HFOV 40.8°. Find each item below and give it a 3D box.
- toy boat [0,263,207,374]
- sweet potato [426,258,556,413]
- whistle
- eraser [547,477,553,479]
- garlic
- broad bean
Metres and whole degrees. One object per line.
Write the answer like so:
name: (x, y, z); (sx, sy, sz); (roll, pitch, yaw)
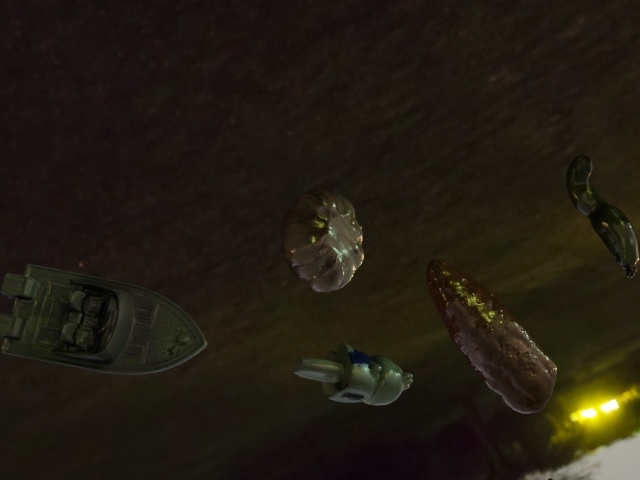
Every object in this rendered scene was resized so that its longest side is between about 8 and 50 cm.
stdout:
toy boat: (-0.328, 0.127, 1.299); (0.320, 0.141, 0.092); (10, 163, 1)
sweet potato: (0.225, 0.124, 1.171); (0.097, 0.251, 0.097); (-39, -176, 4)
whistle: (0.059, 0.236, 1.513); (0.244, 0.092, 0.110); (16, 146, -29)
eraser: (0.315, 0.428, 1.072); (0.069, 0.158, 0.226); (-53, 176, 33)
garlic: (0.000, 0.000, 1.337); (0.147, 0.159, 0.102); (-10, 179, -41)
broad bean: (0.458, -0.039, 1.388); (0.048, 0.213, 0.070); (-28, 178, -34)
